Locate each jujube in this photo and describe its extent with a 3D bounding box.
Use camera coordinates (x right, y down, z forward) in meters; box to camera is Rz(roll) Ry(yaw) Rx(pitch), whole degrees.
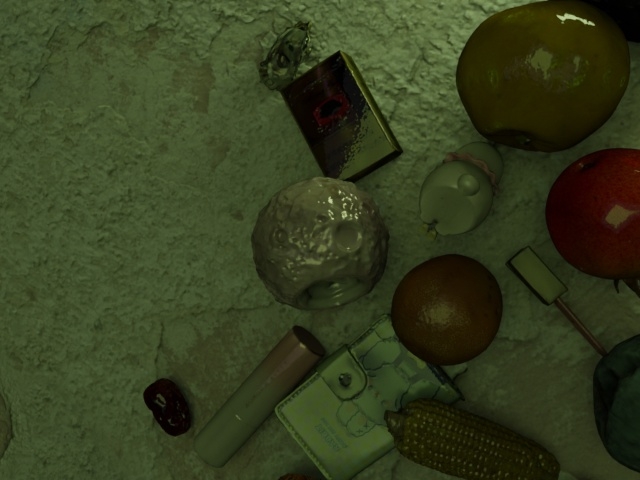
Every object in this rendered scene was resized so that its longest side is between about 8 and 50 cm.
[{"bbox_3d":[-0.328,0.362,1.314,0.077,0.077,0.129,-35,83,13],"label":"jujube"},{"bbox_3d":[0.598,0.249,0.942,0.307,0.215,0.247,1,109,11],"label":"jujube"}]

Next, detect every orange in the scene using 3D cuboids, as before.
[{"bbox_3d":[0.227,0.122,1.084,0.205,0.206,0.206,-1,87,18],"label":"orange"},{"bbox_3d":[0.364,-0.267,1.014,0.278,0.279,0.235,3,88,18],"label":"orange"}]

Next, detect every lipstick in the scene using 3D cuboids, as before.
[{"bbox_3d":[-0.127,0.320,1.242,0.087,0.087,0.327,44,100,15],"label":"lipstick"}]

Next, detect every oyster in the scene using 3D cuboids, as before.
[{"bbox_3d":[-0.062,-0.388,1.275,0.108,0.053,0.166,46,111,43],"label":"oyster"}]

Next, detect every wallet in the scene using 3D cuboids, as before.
[{"bbox_3d":[0.088,0.312,1.180,0.309,0.077,0.223,-41,79,10],"label":"wallet"}]

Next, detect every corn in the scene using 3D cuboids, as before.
[{"bbox_3d":[0.263,0.364,1.072,0.321,0.119,0.119,21,94,-6],"label":"corn"}]

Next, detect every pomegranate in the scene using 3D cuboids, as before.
[{"bbox_3d":[0.496,-0.027,1.002,0.220,0.221,0.257,-20,108,16],"label":"pomegranate"}]

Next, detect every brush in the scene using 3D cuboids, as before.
[{"bbox_3d":[0.424,0.112,1.069,0.047,0.103,0.233,-42,77,7],"label":"brush"}]

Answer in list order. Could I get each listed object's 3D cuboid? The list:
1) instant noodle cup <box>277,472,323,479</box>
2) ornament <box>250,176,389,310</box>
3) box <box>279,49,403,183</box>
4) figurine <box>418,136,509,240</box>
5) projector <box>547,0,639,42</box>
[{"bbox_3d":[-0.051,0.556,1.135,0.213,0.174,0.213,9,117,18],"label":"instant noodle cup"},{"bbox_3d":[0.000,0.000,1.134,0.259,0.259,0.225,-23,61,15],"label":"ornament"},{"bbox_3d":[0.040,-0.240,1.227,0.159,0.071,0.240,-29,80,16],"label":"box"},{"bbox_3d":[0.270,-0.111,1.113,0.127,0.235,0.155,29,136,14],"label":"figurine"},{"bbox_3d":[0.501,-0.391,0.984,0.257,0.259,0.079,23,95,18],"label":"projector"}]
